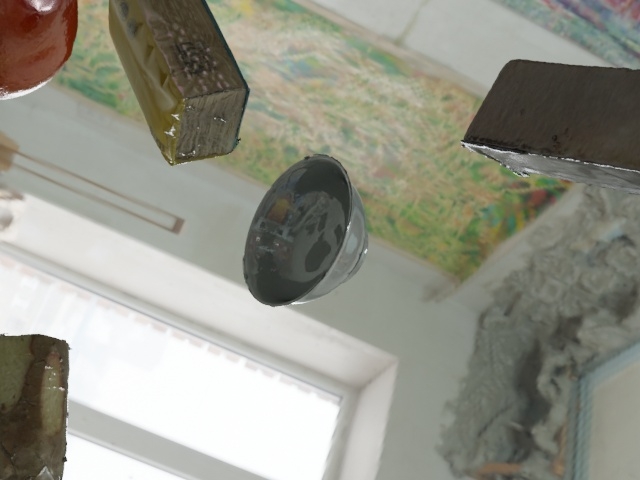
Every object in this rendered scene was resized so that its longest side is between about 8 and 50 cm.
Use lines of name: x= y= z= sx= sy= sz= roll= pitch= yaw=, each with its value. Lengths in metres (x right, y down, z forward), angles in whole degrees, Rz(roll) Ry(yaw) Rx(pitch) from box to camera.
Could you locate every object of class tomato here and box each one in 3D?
tomato: x=-0.376 y=-0.294 z=1.074 sx=0.260 sy=0.180 sz=0.259 roll=171 pitch=-90 yaw=-75

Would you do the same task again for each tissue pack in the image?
tissue pack: x=-0.230 y=-0.278 z=1.457 sx=0.270 sy=0.134 sz=0.192 roll=63 pitch=-25 yaw=20

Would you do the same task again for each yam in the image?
yam: x=-0.401 y=0.237 z=1.223 sx=0.129 sy=0.128 sz=0.238 roll=-24 pitch=-127 yaw=25

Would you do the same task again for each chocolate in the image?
chocolate: x=0.289 y=-0.112 z=0.928 sx=0.321 sy=0.112 sz=0.111 roll=19 pitch=-93 yaw=55

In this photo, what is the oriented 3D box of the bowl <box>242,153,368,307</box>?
bowl: x=0.000 y=0.000 z=1.090 sx=0.189 sy=0.086 sz=0.189 roll=-27 pitch=-129 yaw=40
